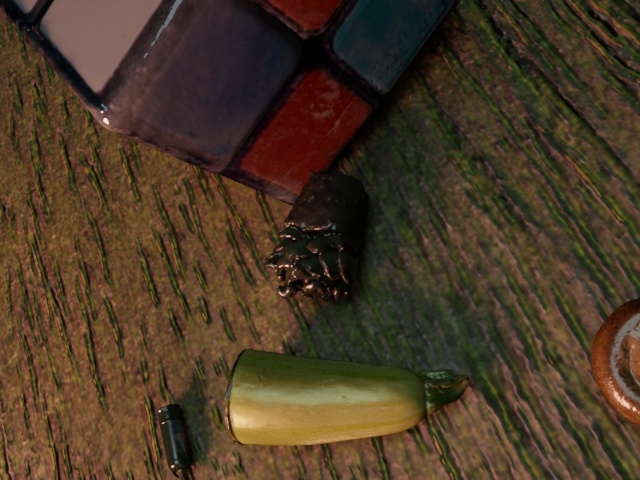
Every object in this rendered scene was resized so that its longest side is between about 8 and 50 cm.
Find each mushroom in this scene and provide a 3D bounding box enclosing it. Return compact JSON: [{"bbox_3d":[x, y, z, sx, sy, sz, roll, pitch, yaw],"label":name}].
[{"bbox_3d":[0.288,0.099,0.554,0.126,0.085,0.109,27,116,27],"label":"mushroom"}]

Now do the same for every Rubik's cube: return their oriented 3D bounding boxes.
[{"bbox_3d":[-0.098,-0.268,0.709,0.316,0.318,0.313,44,103,29],"label":"Rubik's cube"}]

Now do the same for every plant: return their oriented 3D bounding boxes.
[{"bbox_3d":[0.000,0.000,0.714,0.094,0.092,0.143,6,63,18],"label":"plant"}]

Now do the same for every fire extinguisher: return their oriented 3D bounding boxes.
[{"bbox_3d":[-0.154,0.218,0.723,0.038,0.025,0.083,-51,50,42],"label":"fire extinguisher"}]

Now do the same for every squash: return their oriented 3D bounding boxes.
[{"bbox_3d":[0.028,0.145,0.651,0.224,0.094,0.094,-5,66,13],"label":"squash"}]
